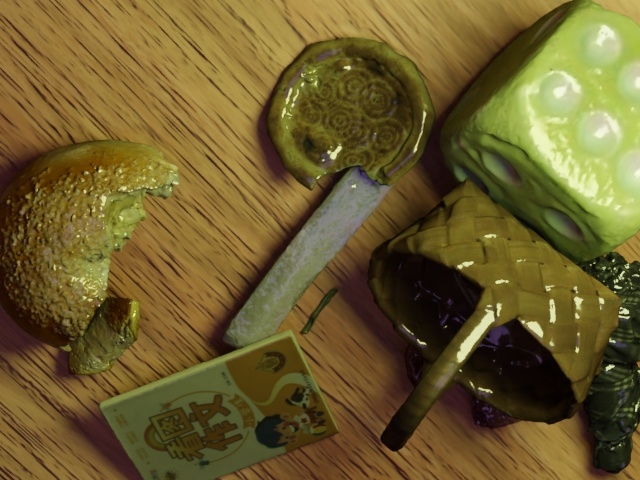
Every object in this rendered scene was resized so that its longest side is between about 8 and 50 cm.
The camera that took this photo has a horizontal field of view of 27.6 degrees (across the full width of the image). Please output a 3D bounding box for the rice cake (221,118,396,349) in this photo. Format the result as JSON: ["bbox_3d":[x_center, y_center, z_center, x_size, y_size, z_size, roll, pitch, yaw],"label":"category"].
[{"bbox_3d":[-0.001,0.000,1.830,0.070,0.064,0.399,37,102,-6],"label":"rice cake"}]

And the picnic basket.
[{"bbox_3d":[0.180,0.143,1.691,0.337,0.293,0.337,4,65,-9],"label":"picnic basket"}]

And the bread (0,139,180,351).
[{"bbox_3d":[-0.345,-0.014,1.759,0.192,0.171,0.314,32,101,-14],"label":"bread"}]

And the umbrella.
[{"bbox_3d":[0.429,0.173,1.873,0.154,0.128,0.337,-13,113,17],"label":"umbrella"}]

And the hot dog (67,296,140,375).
[{"bbox_3d":[-0.298,0.130,1.856,0.169,0.061,0.078,-44,71,30],"label":"hot dog"}]

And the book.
[{"bbox_3d":[-0.143,0.256,1.889,0.295,0.020,0.208,-22,125,4],"label":"book"}]

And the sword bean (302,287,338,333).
[{"bbox_3d":[-0.001,0.101,1.886,0.012,0.012,0.083,32,103,-10],"label":"sword bean"}]

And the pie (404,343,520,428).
[{"bbox_3d":[0.237,0.169,1.895,0.218,0.054,0.204,42,100,-10],"label":"pie"}]

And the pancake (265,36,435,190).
[{"bbox_3d":[0.038,-0.170,1.764,0.235,0.029,0.212,-9,86,14],"label":"pancake"}]

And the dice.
[{"bbox_3d":[0.322,-0.141,1.674,0.252,0.250,0.254,41,74,-9],"label":"dice"}]
